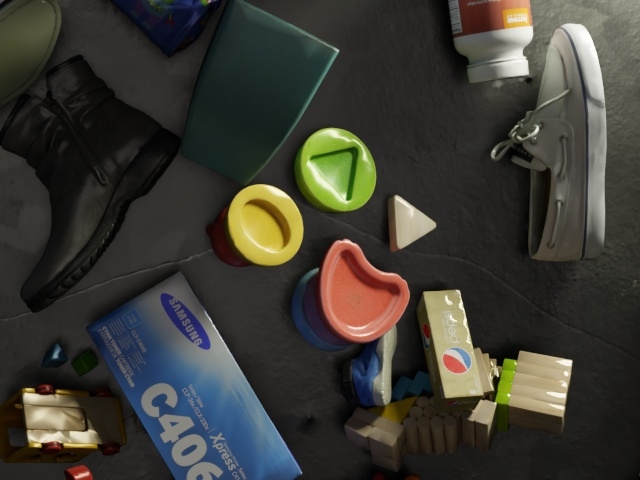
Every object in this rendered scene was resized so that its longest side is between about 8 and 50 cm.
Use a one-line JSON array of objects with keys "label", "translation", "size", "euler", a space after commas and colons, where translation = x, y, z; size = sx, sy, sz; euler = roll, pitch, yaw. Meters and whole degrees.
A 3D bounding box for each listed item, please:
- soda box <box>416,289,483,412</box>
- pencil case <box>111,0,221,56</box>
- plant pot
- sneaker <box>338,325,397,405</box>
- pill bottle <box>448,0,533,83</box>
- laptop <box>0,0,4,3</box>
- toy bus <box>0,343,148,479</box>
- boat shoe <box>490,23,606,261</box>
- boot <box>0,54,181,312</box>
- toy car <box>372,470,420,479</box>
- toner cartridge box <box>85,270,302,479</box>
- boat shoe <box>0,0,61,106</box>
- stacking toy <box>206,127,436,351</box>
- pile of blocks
[{"label": "soda box", "translation": [0.195, 0.167, 1.758], "size": [0.061, 0.058, 0.181], "euler": [-3, 60, -10]}, {"label": "pencil case", "translation": [-0.273, -0.409, 1.647], "size": [0.133, 0.119, 0.306], "euler": [-41, 102, 18]}, {"label": "plant pot", "translation": [-0.105, -0.211, 1.674], "size": [0.166, 0.165, 0.234], "euler": [25, 99, -10]}, {"label": "sneaker", "translation": [0.068, 0.181, 1.785], "size": [0.085, 0.058, 0.152], "euler": [-3, 69, 23]}, {"label": "pill bottle", "translation": [0.254, -0.349, 1.740], "size": [0.121, 0.121, 0.216], "euler": [-10, 96, -9]}, {"label": "laptop", "translation": [-0.683, -0.326, 1.513], "size": [0.382, 0.236, 0.408], "euler": [-46, 105, -3]}, {"label": "toy bus", "translation": [-0.373, 0.276, 1.694], "size": [0.202, 0.191, 0.104], "euler": [48, 128, -10]}, {"label": "boat shoe", "translation": [0.343, -0.143, 1.777], "size": [0.157, 0.136, 0.367], "euler": [-5, 105, -6]}, {"label": "boot", "translation": [-0.381, -0.082, 1.676], "size": [0.223, 0.118, 0.338], "euler": [37, 81, -4]}, {"label": "toy car", "translation": [0.093, 0.429, 1.780], "size": [0.182, 0.159, 0.136], "euler": [-35, 65, -5]}, {"label": "toner cartridge box", "translation": [-0.185, 0.235, 1.703], "size": [0.165, 0.075, 0.347], "euler": [-32, 86, -7]}, {"label": "boat shoe", "translation": [-0.496, -0.224, 1.622], "size": [0.127, 0.113, 0.340], "euler": [19, 110, -51]}, {"label": "stacking toy", "translation": [0.000, 0.000, 1.761], "size": [0.309, 0.130, 0.279], "euler": [45, 60, -13]}, {"label": "pile of blocks", "translation": [0.218, 0.267, 1.808], "size": [0.362, 0.149, 0.112], "euler": [-10, 139, 0]}]
